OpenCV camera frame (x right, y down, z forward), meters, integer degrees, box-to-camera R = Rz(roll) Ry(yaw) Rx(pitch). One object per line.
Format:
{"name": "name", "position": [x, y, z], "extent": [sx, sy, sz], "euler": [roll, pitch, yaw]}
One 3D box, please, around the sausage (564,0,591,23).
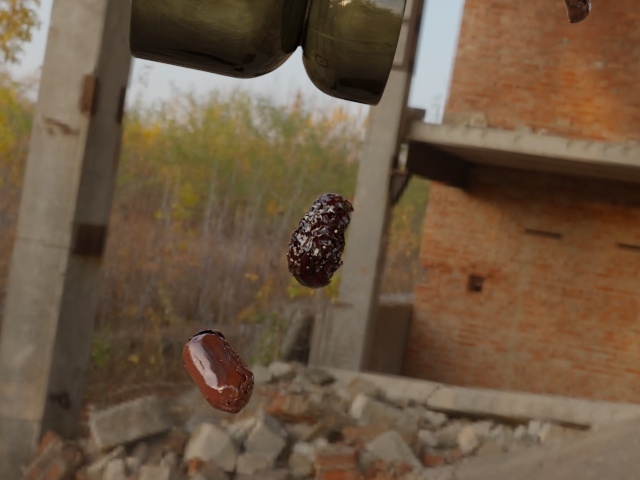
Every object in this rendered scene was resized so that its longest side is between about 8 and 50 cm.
{"name": "sausage", "position": [0.328, -0.350, 1.386], "extent": [0.042, 0.036, 0.158], "euler": [27, -15, 44]}

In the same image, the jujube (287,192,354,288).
{"name": "jujube", "position": [-0.004, -0.001, 1.762], "extent": [0.104, 0.165, 0.104], "euler": [17, -4, 1]}

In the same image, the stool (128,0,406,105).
{"name": "stool", "position": [-0.052, -0.251, 1.070], "extent": [0.264, 0.179, 0.179], "euler": [10, 1, -4]}

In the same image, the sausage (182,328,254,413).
{"name": "sausage", "position": [-0.142, 0.181, 1.433], "extent": [0.076, 0.076, 0.141], "euler": [8, 27, -44]}
